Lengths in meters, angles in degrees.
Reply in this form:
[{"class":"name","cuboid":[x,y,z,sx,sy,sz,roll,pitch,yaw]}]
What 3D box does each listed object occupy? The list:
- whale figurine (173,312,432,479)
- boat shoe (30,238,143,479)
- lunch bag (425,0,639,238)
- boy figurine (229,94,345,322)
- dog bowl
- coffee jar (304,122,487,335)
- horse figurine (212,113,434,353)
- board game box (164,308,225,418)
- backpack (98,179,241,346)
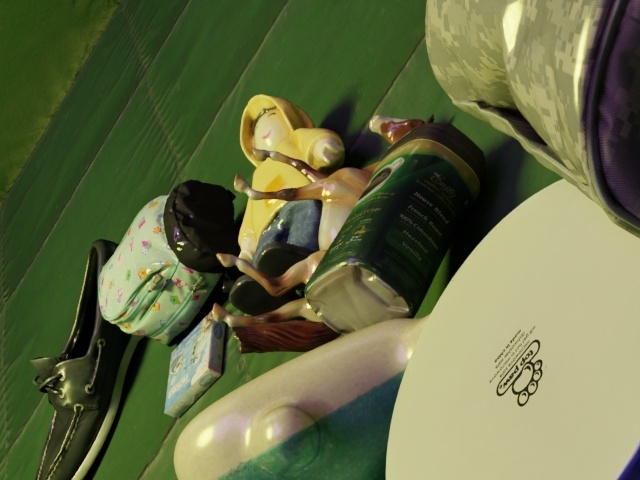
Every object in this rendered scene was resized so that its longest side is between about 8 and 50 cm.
[{"class":"whale figurine","cuboid":[0.026,0.143,1.019,0.272,0.141,0.216,-30,-6,21]},{"class":"boat shoe","cuboid":[-0.298,0.152,1.709,0.127,0.113,0.340,-6,59,63]},{"class":"lunch bag","cuboid":[0.183,-0.146,0.733,0.256,0.213,0.305,-58,20,11]},{"class":"boy figurine","cuboid":[-0.031,-0.053,1.404,0.177,0.092,0.285,-49,29,36]},{"class":"dog bowl","cuboid":[0.155,0.095,0.810,0.265,0.104,0.265,-47,26,33]},{"class":"coffee jar","cuboid":[0.065,-0.011,1.112,0.096,0.079,0.184,-36,18,51]},{"class":"horse figurine","cuboid":[0.000,0.000,1.236,0.066,0.175,0.263,78,-158,-58]},{"class":"board game box","cuboid":[-0.136,0.133,1.504,0.090,0.020,0.090,-46,28,34]},{"class":"backpack","cuboid":[-0.172,0.031,1.577,0.182,0.115,0.152,-51,27,31]}]
